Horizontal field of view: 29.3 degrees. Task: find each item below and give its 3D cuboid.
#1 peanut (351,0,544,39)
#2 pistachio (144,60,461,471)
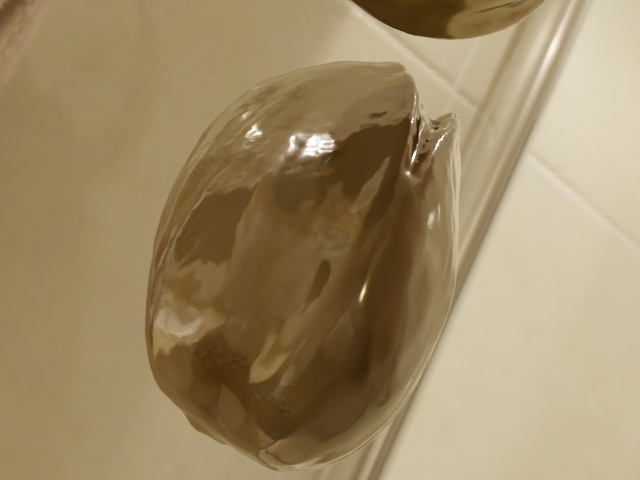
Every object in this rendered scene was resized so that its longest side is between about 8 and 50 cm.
[{"bbox_3d":[0.026,-0.214,0.433,0.174,0.158,0.340,22,-24,41],"label":"peanut"},{"bbox_3d":[0.000,0.000,0.557,0.138,0.238,0.153,43,-58,-17],"label":"pistachio"}]
